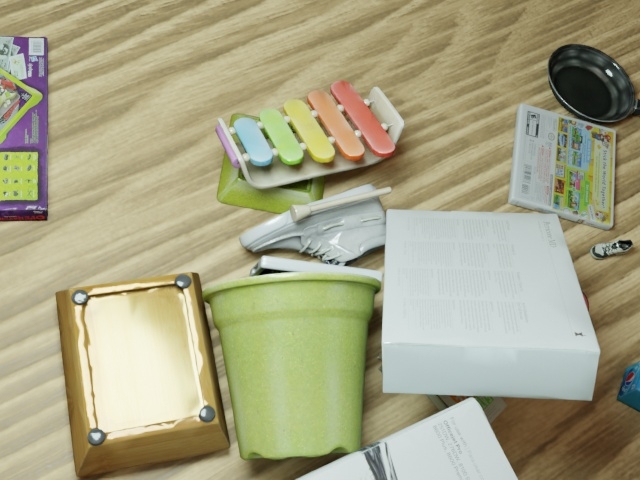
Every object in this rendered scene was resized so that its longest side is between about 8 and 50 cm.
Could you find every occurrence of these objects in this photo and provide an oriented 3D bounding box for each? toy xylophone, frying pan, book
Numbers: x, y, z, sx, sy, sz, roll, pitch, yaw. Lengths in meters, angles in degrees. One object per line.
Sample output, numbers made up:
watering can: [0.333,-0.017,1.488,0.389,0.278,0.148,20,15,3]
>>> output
toy xylophone: [-0.003,-0.157,1.485,0.323,0.081,0.236,-21,53,-24]
frying pan: [0.607,-0.312,1.795,0.326,0.053,0.197,4,61,-17]
book: [0.232,0.250,1.459,0.096,0.035,0.144,-35,77,-33]

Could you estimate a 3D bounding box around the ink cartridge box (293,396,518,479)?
ink cartridge box: [0.044,0.390,1.207,0.395,0.285,0.166,-20,73,-21]

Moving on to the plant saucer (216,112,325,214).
plant saucer: [-0.078,-0.143,1.562,0.188,0.045,0.188,10,64,-8]

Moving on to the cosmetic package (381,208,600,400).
cosmetic package: [0.237,0.081,1.312,0.284,0.097,0.377,0,30,6]

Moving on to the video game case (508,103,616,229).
video game case: [0.474,-0.146,1.703,0.206,0.026,0.227,15,62,-6]

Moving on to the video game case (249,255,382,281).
video game case: [-0.012,0.056,1.414,0.190,0.173,0.022,8,80,-9]

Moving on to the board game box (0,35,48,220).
board game box: [-0.567,-0.195,1.475,0.208,0.056,0.346,1,65,-17]

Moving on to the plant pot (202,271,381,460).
plant pot: [-0.038,0.196,1.313,0.276,0.276,0.253,0,77,-13]

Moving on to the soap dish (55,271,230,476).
soap dish: [-0.270,0.188,1.323,0.229,0.118,0.290,-7,68,-16]

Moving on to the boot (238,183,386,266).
boot: [0.000,0.000,1.485,0.258,0.095,0.123,-21,85,-14]

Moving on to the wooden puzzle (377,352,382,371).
wooden puzzle: [0.130,0.216,1.465,0.083,0.006,0.049,42,64,8]

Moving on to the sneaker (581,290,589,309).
sneaker: [0.324,0.127,1.461,0.314,0.136,0.116,-1,88,-15]

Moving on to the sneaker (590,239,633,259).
sneaker: [0.546,0.012,1.639,0.083,0.037,0.032,-12,71,-16]

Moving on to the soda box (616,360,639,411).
soda box: [0.628,0.288,1.510,0.210,0.071,0.067,28,63,1]
